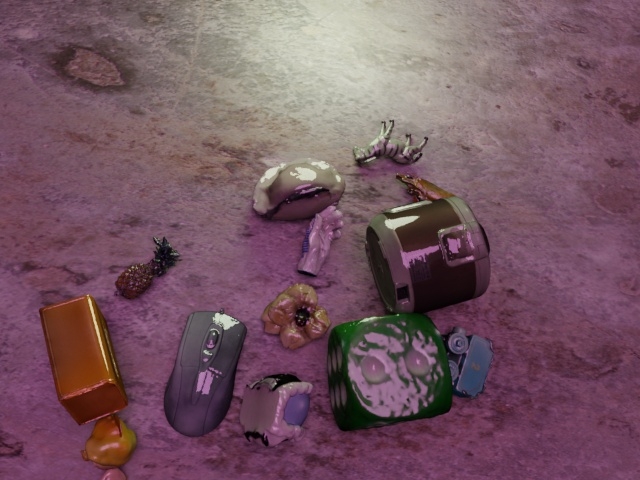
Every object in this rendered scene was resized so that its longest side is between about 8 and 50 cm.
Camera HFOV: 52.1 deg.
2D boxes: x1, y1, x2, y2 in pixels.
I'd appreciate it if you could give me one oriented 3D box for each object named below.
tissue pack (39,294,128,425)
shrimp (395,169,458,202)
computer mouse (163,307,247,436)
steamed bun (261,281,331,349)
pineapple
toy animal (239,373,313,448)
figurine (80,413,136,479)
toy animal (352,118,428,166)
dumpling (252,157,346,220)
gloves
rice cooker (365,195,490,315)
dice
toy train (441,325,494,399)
[{"bbox_3d":[-0.623,0.311,1.727,0.145,0.194,0.274,-20,60,-13],"label":"tissue pack"},{"bbox_3d":[0.345,-0.108,2.083,0.287,0.063,0.152,32,85,-1],"label":"shrimp"},{"bbox_3d":[-0.324,0.361,1.839,0.188,0.122,0.370,15,71,-5],"label":"computer mouse"},{"bbox_3d":[-0.075,0.223,1.911,0.192,0.106,0.177,-29,80,-12],"label":"steamed bun"},{"bbox_3d":[-0.511,0.085,1.897,0.221,0.083,0.103,-42,85,-18],"label":"pineapple"},{"bbox_3d":[-0.112,0.472,1.808,0.156,0.208,0.204,17,72,-30],"label":"toy animal"},{"bbox_3d":[-0.559,0.586,1.745,0.156,0.131,0.246,-1,86,-47],"label":"figurine"},{"bbox_3d":[0.222,-0.295,2.106,0.217,0.073,0.175,22,80,-7],"label":"toy animal"},{"bbox_3d":[-0.072,-0.168,1.988,0.293,0.163,0.204,-12,82,1],"label":"dumpling"},{"bbox_3d":[-0.006,0.001,1.966,0.097,0.119,0.229,30,93,33],"label":"gloves"},{"bbox_3d":[0.320,0.039,1.897,0.326,0.335,0.335,-14,78,-7],"label":"rice cooker"},{"bbox_3d":[0.180,0.367,1.813,0.300,0.297,0.287,-6,75,-9],"label":"dice"},{"bbox_3d":[0.416,0.365,1.944,0.163,0.112,0.203,25,74,-8],"label":"toy train"}]
